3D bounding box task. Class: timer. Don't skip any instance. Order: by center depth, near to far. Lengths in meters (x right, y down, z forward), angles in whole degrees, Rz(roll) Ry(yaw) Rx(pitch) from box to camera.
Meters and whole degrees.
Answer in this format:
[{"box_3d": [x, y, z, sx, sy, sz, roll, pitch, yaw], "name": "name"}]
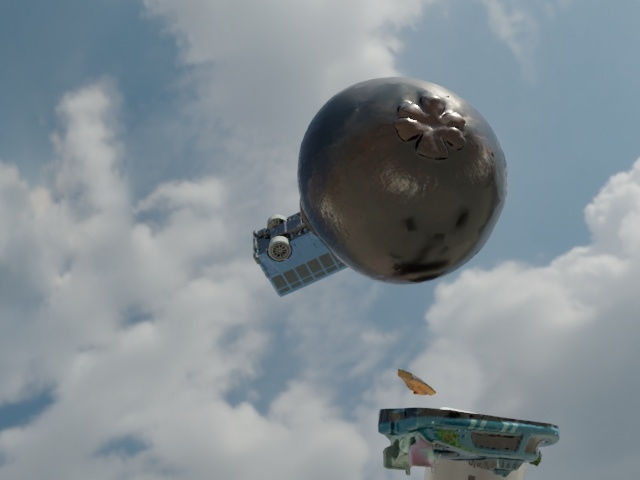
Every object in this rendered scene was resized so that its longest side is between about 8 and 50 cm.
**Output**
[{"box_3d": [0.317, 0.473, 1.637, 0.194, 0.192, 0.195, 8, -86, 13], "name": "timer"}]

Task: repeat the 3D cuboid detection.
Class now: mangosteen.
[{"box_3d": [0.107, -0.075, 1.176, 0.307, 0.307, 0.347, -9, -21, -19], "name": "mangosteen"}]

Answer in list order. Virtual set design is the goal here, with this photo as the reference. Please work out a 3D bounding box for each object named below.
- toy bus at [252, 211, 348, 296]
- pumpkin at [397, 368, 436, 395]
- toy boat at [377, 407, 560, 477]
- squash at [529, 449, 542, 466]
[{"box_3d": [0.000, 0.000, 1.500, 0.234, 0.116, 0.133, -24, -63, 8], "name": "toy bus"}, {"box_3d": [0.219, 0.335, 1.855, 0.073, 0.101, 0.035, 41, -100, -10], "name": "pumpkin"}, {"box_3d": [0.223, 0.300, 1.153, 0.299, 0.092, 0.134, 15, -23, -30], "name": "toy boat"}, {"box_3d": [0.424, 0.468, 1.818, 0.183, 0.052, 0.052, 23, -66, -13], "name": "squash"}]
